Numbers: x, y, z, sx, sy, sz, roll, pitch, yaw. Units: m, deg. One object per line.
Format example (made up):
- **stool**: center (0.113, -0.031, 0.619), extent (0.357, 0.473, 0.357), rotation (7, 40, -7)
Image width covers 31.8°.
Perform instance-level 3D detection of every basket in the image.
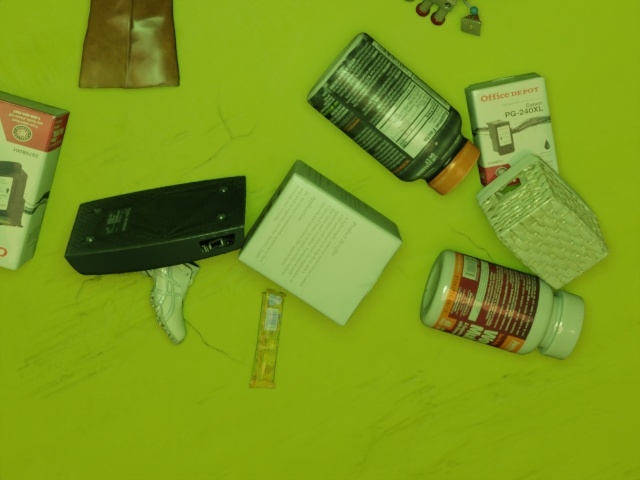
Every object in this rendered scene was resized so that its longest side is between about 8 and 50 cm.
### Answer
- **basket**: center (0.321, -0.023, 1.615), extent (0.113, 0.103, 0.167), rotation (-38, 124, 21)

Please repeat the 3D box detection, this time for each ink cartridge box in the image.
- **ink cartridge box**: center (0.280, -0.161, 1.644), extent (0.109, 0.063, 0.150), rotation (-11, 102, 2)
- **ink cartridge box**: center (-0.483, -0.095, 1.630), extent (0.172, 0.100, 0.237), rotation (16, 101, -3)

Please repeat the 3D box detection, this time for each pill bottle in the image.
- **pill bottle**: center (0.269, 0.099, 1.668), extent (0.221, 0.121, 0.121), rotation (17, 101, -4)
- **pill bottle**: center (0.111, -0.172, 1.606), extent (0.246, 0.130, 0.130), rotation (40, 99, -8)

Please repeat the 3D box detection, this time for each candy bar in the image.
- **candy bar**: center (-0.080, 0.153, 1.728), extent (0.040, 0.018, 0.161), rotation (6, 101, -6)

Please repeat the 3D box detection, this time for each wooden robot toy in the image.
- **wooden robot toy**: center (0.172, -0.366, 1.612), extent (0.173, 0.076, 0.079), rotation (31, 64, -6)

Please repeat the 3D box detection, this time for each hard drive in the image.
- **hard drive**: center (-0.229, -0.020, 1.619), extent (0.255, 0.172, 0.054), rotation (-10, 120, 3)

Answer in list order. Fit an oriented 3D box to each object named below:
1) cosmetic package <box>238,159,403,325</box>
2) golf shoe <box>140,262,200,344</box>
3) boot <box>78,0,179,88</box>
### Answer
- **cosmetic package**: center (0.000, 0.000, 1.629), extent (0.184, 0.151, 0.151), rotation (34, 100, -7)
- **golf shoe**: center (-0.217, 0.069, 1.687), extent (0.086, 0.069, 0.176), rotation (-16, 103, -4)
- **boot**: center (-0.327, -0.359, 1.602), extent (0.264, 0.096, 0.280), rotation (3, 109, -9)
